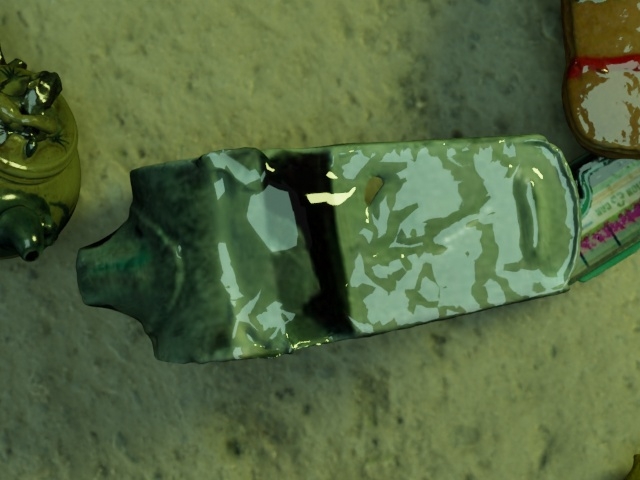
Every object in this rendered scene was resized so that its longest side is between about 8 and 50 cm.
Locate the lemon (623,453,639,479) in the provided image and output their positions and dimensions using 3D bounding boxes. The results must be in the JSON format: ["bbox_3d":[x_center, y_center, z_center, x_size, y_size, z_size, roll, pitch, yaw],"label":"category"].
[{"bbox_3d":[0.320,0.243,1.109,0.109,0.109,0.133,-33,76,5],"label":"lemon"}]

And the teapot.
[{"bbox_3d":[-0.280,-0.093,1.093,0.182,0.173,0.269,-40,55,41],"label":"teapot"}]

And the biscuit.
[{"bbox_3d":[0.330,-0.199,1.040,0.262,0.052,0.277,5,83,-1],"label":"biscuit"}]

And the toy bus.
[{"bbox_3d":[0.270,-0.053,1.109,0.261,0.091,0.109,-33,97,7],"label":"toy bus"}]

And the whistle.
[{"bbox_3d":[0.002,0.001,1.049,0.404,0.188,0.168,-7,92,27],"label":"whistle"}]
